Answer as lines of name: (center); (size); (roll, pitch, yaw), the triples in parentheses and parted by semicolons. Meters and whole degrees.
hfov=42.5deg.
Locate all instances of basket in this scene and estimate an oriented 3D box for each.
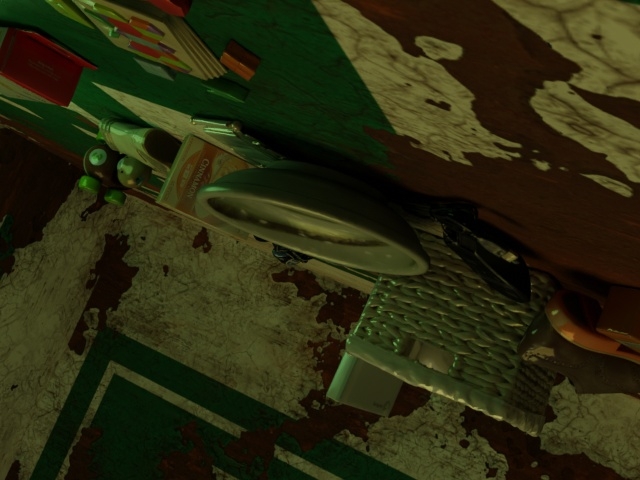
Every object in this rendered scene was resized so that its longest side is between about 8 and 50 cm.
basket: (0.283, 0.177, 1.564); (0.328, 0.267, 0.331); (20, 172, 30)

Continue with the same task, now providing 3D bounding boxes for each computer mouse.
computer mouse: (0.255, 0.009, 1.221); (0.262, 0.060, 0.184); (39, 173, -22)

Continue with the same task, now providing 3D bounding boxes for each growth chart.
growth chart: (-0.106, -0.149, 1.379); (0.172, 0.021, 0.237); (18, 171, 43)

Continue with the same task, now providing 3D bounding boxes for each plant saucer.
plant saucer: (-0.002, -0.049, 1.366); (0.400, 0.101, 0.400); (16, 171, 3)

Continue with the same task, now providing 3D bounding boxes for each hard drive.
hard drive: (0.151, 0.187, 1.729); (0.047, 0.353, 0.233); (21, 174, 34)

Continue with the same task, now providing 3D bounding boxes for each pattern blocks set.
pattern blocks set: (-0.199, -0.239, 0.937); (0.285, 0.026, 0.325); (21, 174, 27)

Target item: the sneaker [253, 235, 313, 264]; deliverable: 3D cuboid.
sneaker: (-0.011, -0.006, 1.667); (0.330, 0.147, 0.129); (17, 171, 44)

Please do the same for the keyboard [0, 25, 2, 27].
keyboard: (-0.539, -0.339, 1.451); (0.072, 0.014, 0.256); (19, 175, -6)

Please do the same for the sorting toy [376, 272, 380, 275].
sorting toy: (0.108, 0.048, 2.155); (0.274, 0.046, 0.132); (21, 173, 25)

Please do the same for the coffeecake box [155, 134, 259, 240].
coffeecake box: (-0.204, -0.100, 1.604); (0.185, 0.142, 0.068); (25, 174, -18)

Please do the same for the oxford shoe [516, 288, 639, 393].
oxford shoe: (0.481, 0.195, 1.363); (0.363, 0.133, 0.130); (25, -148, -22)

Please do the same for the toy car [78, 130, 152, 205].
toy car: (-0.467, -0.176, 1.982); (0.188, 0.155, 0.149); (3, 161, 46)

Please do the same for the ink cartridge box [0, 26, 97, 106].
ink cartridge box: (-0.487, -0.283, 1.337); (0.231, 0.078, 0.134); (14, 173, 38)

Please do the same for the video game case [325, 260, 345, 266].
video game case: (0.000, 0.000, 1.889); (0.244, 0.061, 0.269); (20, -177, 28)

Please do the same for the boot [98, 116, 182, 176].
boot: (-0.357, -0.188, 1.753); (0.165, 0.077, 0.213); (19, 167, 33)

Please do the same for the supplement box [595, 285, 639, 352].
supplement box: (0.535, 0.149, 1.255); (0.233, 0.078, 0.080); (26, 172, -24)
